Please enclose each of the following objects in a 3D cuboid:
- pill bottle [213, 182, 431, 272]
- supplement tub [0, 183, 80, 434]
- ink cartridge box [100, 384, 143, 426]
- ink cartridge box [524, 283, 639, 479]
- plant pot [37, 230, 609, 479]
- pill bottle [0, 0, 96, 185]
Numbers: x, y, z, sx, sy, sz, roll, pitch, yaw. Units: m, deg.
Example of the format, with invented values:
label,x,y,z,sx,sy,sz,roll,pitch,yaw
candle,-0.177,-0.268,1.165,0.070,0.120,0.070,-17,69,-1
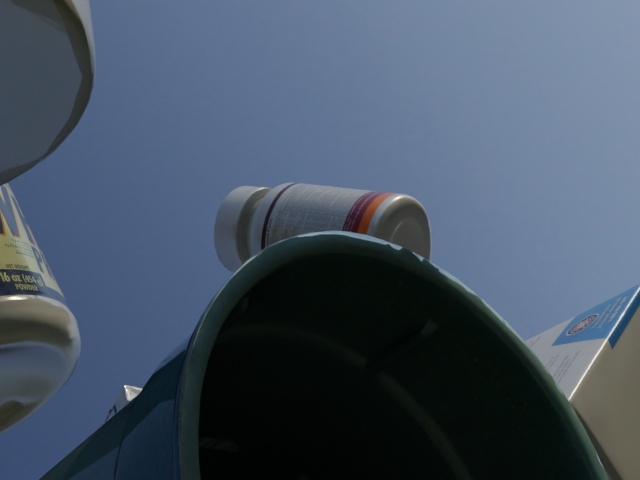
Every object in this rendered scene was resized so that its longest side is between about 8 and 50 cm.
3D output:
label,x,y,z,sx,sy,sz,roll,pitch,yaw
pill bottle,0.000,0.000,1.534,0.121,0.221,0.121,-14,-72,-54
supplement tub,-0.389,0.019,1.322,0.235,0.325,0.235,-25,-23,-12
ink cartridge box,-0.214,0.205,1.579,0.048,0.028,0.083,16,-60,-28
ink cartridge box,0.183,0.240,1.474,0.166,0.395,0.285,56,-145,-4
plant pot,-0.047,0.219,0.839,0.341,0.334,0.341,28,-135,-33
pill bottle,-0.188,-0.203,0.523,0.204,0.204,0.361,19,-130,-46
